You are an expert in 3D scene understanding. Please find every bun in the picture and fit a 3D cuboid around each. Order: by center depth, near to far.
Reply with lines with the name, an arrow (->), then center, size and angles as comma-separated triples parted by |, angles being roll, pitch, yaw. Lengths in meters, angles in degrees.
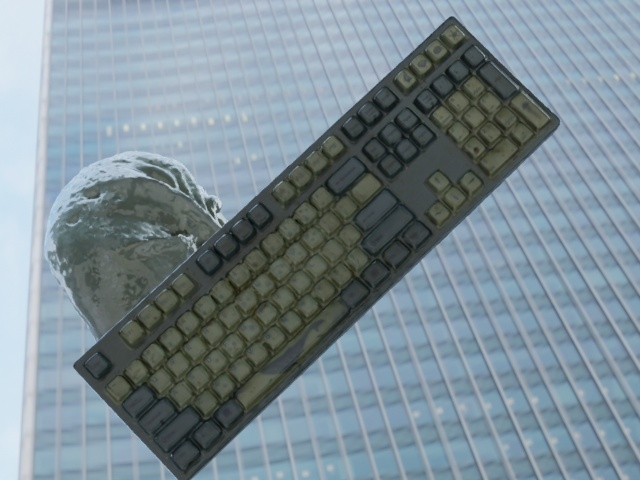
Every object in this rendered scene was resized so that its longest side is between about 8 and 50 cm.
bun -> -0.077, 0.015, 0.736 | 0.083, 0.141, 0.141 | -31, -60, 10

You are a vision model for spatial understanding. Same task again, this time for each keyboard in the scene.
keyboard -> 0.000, 0.000, 0.472 | 0.176, 0.014, 0.055 | -43, -99, -10
